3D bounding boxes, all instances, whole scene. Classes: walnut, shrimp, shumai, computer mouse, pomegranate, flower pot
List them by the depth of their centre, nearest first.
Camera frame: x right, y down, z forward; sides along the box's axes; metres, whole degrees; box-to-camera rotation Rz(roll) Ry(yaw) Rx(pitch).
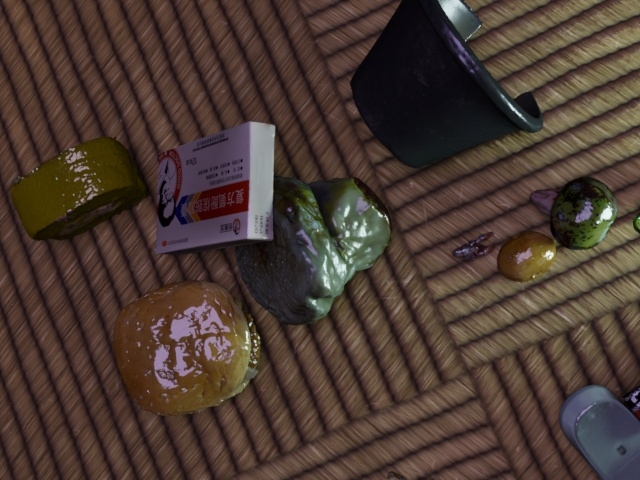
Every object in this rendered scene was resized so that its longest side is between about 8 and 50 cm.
[{"bbox_3d":[0.534,0.365,1.685,0.128,0.079,0.231,-38,95,4],"label":"computer mouse"},{"bbox_3d":[0.207,-0.294,1.723,0.251,0.379,0.379,-35,78,23],"label":"flower pot"},{"bbox_3d":[0.481,-0.056,1.734,0.125,0.163,0.138,12,103,-26],"label":"pomegranate"},{"bbox_3d":[0.394,0.030,1.761,0.121,0.052,0.091,-29,82,8],"label":"walnut"},{"bbox_3d":[0.302,0.016,1.791,0.092,0.029,0.038,-29,78,2],"label":"shrimp"},{"bbox_3d":[0.000,0.000,1.794,0.263,0.304,0.309,-16,71,-26],"label":"shumai"}]

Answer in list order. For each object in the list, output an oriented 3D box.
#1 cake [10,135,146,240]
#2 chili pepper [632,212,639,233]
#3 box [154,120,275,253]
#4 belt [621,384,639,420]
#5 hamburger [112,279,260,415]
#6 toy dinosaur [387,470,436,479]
[{"bbox_3d":[-0.501,-0.101,1.878,0.260,0.179,0.156,-29,78,5],"label":"cake"},{"bbox_3d":[0.699,-0.078,1.705,0.256,0.074,0.100,-15,80,8],"label":"chili pepper"},{"bbox_3d":[-0.210,-0.091,1.774,0.353,0.069,0.214,-9,78,54],"label":"box"},{"bbox_3d":[0.708,0.210,1.652,0.359,0.126,0.094,-36,73,0],"label":"belt"},{"bbox_3d":[-0.264,0.209,1.818,0.283,0.144,0.260,-24,77,1],"label":"hamburger"},{"bbox_3d":[0.210,0.484,1.747,0.180,0.037,0.058,9,90,12],"label":"toy dinosaur"}]
